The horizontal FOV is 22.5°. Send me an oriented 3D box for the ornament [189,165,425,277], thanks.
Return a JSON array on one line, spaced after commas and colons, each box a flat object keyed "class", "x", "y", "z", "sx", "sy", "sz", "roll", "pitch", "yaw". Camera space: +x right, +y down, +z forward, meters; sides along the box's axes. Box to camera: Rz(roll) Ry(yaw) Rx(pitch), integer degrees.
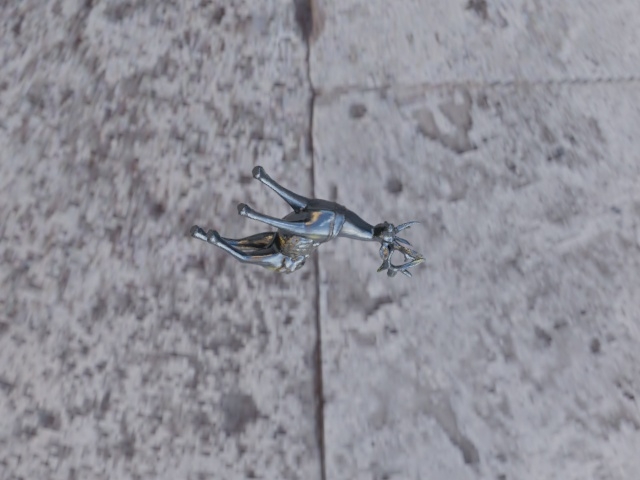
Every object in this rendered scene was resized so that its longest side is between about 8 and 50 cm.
[{"class": "ornament", "x": 0.000, "y": 0.000, "z": 0.876, "sx": 0.125, "sy": 0.028, "sz": 0.073, "roll": 16, "pitch": 143, "yaw": -29}]
